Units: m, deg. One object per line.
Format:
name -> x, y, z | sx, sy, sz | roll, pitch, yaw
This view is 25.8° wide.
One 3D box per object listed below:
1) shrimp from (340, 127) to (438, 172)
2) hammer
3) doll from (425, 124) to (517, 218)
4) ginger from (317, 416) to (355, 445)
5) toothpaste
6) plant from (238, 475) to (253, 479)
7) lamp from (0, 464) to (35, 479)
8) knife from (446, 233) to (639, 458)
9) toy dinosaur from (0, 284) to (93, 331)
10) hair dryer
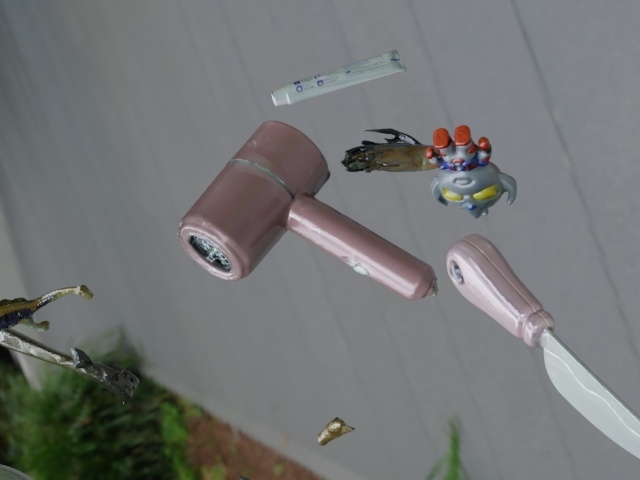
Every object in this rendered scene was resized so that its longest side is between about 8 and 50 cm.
shrimp -> 0.100, -0.135, 2.107 | 0.152, 0.219, 0.046 | 22, 113, 48
hammer -> -0.296, 0.100, 1.388 | 0.297, 0.027, 0.125 | 15, 161, 37
doll -> 0.186, -0.081, 1.748 | 0.194, 0.104, 0.062 | 58, -168, -57
ginger -> 0.024, 0.289, 2.155 | 0.097, 0.048, 0.030 | 124, 130, -58
toothpaste -> 0.028, -0.258, 2.231 | 0.033, 0.218, 0.052 | 80, 170, -52
plant -> -0.075, 0.440, 2.105 | 0.194, 0.129, 0.132 | 13, 154, 43
lamp -> -0.256, 0.242, 1.194 | 0.193, 0.106, 0.106 | -8, 107, 37
knife -> 0.227, 0.118, 1.337 | 0.336, 0.043, 0.081 | 51, 156, 35
toy dinosaur -> -0.288, 0.071, 1.242 | 0.058, 0.180, 0.037 | 79, 173, -55
hair dryer -> 0.000, 0.000, 1.915 | 0.352, 0.210, 0.125 | 30, 153, 18
